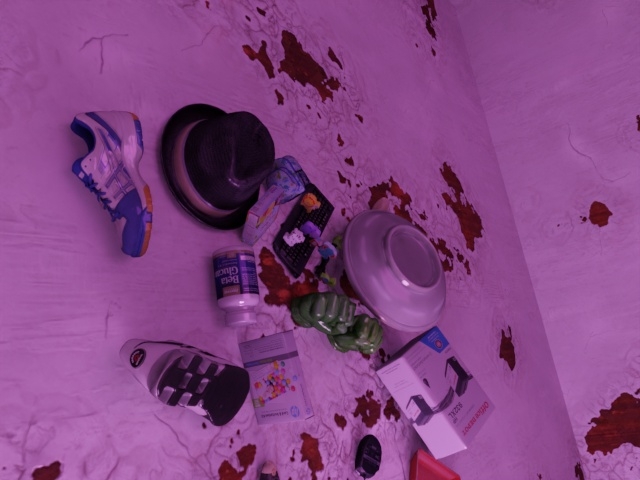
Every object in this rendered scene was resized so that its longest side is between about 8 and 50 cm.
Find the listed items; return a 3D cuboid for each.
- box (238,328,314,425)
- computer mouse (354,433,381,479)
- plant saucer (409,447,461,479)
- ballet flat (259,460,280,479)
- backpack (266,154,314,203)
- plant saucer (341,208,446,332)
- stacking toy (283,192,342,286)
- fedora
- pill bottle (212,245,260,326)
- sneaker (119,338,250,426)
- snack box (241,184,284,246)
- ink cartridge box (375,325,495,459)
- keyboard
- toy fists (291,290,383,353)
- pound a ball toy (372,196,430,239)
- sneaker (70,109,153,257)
[{"bbox_3d":[-0.099,0.299,1.179,0.038,0.145,0.186,-6,79,-52],"label":"box"},{"bbox_3d":[0.102,0.615,1.388,0.071,0.041,0.242,41,50,-22],"label":"computer mouse"},{"bbox_3d":[0.328,0.781,1.589,0.259,0.048,0.258,43,42,-33],"label":"plant saucer"},{"bbox_3d":[-0.092,0.553,1.141,0.058,0.049,0.173,10,65,-52],"label":"ballet flat"},{"bbox_3d":[-0.094,-0.166,1.457,0.084,0.105,0.114,-31,93,-56],"label":"backpack"},{"bbox_3d":[0.248,0.066,1.600,0.401,0.101,0.400,21,51,-28],"label":"plant saucer"},{"bbox_3d":[0.000,0.000,1.493,0.221,0.052,0.166,50,39,-24],"label":"stacking toy"},{"bbox_3d":[-0.211,-0.196,1.274,0.334,0.153,0.333,28,51,-43],"label":"fedora"},{"bbox_3d":[-0.185,0.103,1.207,0.094,0.094,0.169,11,64,-51],"label":"pill bottle"},{"bbox_3d":[-0.248,0.254,1.032,0.122,0.146,0.330,-59,149,-18],"label":"sneaker"},{"bbox_3d":[-0.143,-0.063,1.346,0.037,0.100,0.141,27,40,6],"label":"snack box"},{"bbox_3d":[0.347,0.447,1.622,0.223,0.129,0.307,-26,77,-47],"label":"ink cartridge box"},{"bbox_3d":[-0.018,-0.010,1.544,0.201,0.033,0.317,52,39,-23],"label":"keyboard"},{"bbox_3d":[0.055,0.220,1.426,0.279,0.142,0.096,41,44,-33],"label":"toy fists"},{"bbox_3d":[0.230,0.037,1.795,0.208,0.135,0.319,28,47,-10],"label":"pound a ball toy"},{"bbox_3d":[-0.404,-0.106,1.038,0.131,0.112,0.296,-4,74,-36],"label":"sneaker"}]
